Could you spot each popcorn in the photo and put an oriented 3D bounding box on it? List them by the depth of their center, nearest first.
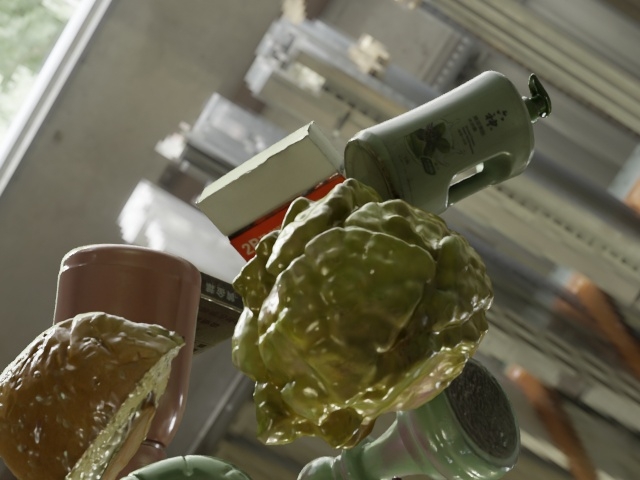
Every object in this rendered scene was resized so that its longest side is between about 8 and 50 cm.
[{"bbox_3d":[0.028,0.065,1.366,0.259,0.259,0.212,10,-133,-56],"label":"popcorn"}]

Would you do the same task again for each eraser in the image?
[{"bbox_3d":[0.000,0.000,1.571,0.230,0.157,0.038,49,-150,-20],"label":"eraser"}]

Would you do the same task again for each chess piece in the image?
[{"bbox_3d":[0.063,0.227,1.538,0.139,0.272,0.139,36,-143,-33],"label":"chess piece"}]

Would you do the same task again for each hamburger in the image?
[{"bbox_3d":[-0.235,0.147,1.444,0.155,0.207,0.135,43,-138,6],"label":"hamburger"}]

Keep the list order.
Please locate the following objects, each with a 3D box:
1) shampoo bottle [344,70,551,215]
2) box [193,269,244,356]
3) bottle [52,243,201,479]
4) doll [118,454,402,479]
[{"bbox_3d":[0.143,-0.097,1.511,0.234,0.118,0.087,-28,-156,-25],"label":"shampoo bottle"},{"bbox_3d":[-0.253,0.130,2.218,0.180,0.325,0.047,24,-128,-37],"label":"box"},{"bbox_3d":[-0.232,0.170,1.782,0.173,0.296,0.206,-4,161,23],"label":"bottle"},{"bbox_3d":[-0.027,0.279,1.052,0.268,0.216,0.284,-10,-118,-39],"label":"doll"}]
